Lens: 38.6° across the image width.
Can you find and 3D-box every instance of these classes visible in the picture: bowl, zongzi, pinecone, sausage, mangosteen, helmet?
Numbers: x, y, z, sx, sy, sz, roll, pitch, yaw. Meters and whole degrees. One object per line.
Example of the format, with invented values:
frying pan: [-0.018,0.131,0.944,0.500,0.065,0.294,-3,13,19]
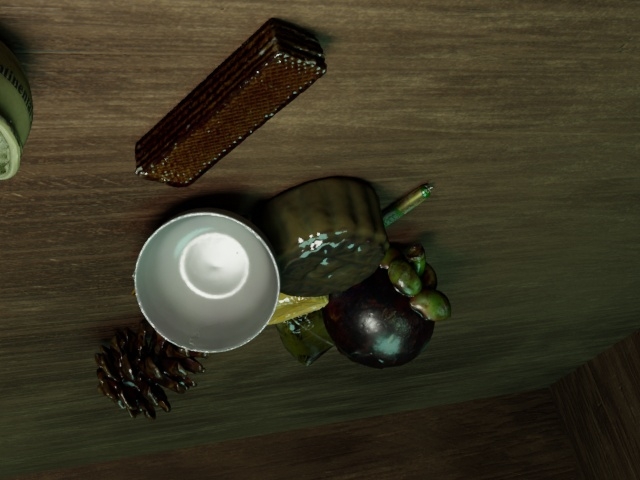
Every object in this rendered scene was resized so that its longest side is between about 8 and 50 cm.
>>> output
bowl: [-0.217,0.066,1.822,0.286,0.287,0.144,-19,-166,6]
zongzi: [0.022,0.173,2.390,0.300,0.145,0.274,-30,152,-8]
pinecone: [-0.419,0.315,2.267,0.309,0.244,0.244,-30,155,-1]
sausage: [0.156,-0.055,2.063,0.032,0.033,0.269,9,146,-43]
mangosteen: [0.151,0.165,2.243,0.311,0.311,0.311,-13,156,-6]
helmet: [-0.469,-0.211,1.223,0.204,0.137,0.258,19,153,18]

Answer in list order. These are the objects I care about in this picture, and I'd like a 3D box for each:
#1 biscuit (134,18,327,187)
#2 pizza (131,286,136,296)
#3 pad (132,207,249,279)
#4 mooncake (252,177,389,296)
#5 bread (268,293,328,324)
biscuit: [-0.158,-0.211,1.489,0.107,0.073,0.388,12,143,-44]
pizza: [-0.362,0.094,2.058,0.130,0.041,0.178,-22,156,7]
pad: [-0.273,0.017,1.926,0.174,0.022,0.233,9,135,-42]
mooncake: [0.000,0.000,1.932,0.290,0.161,0.290,-14,154,-7]
bread: [-0.112,0.119,2.152,0.250,0.133,0.179,-20,160,17]
